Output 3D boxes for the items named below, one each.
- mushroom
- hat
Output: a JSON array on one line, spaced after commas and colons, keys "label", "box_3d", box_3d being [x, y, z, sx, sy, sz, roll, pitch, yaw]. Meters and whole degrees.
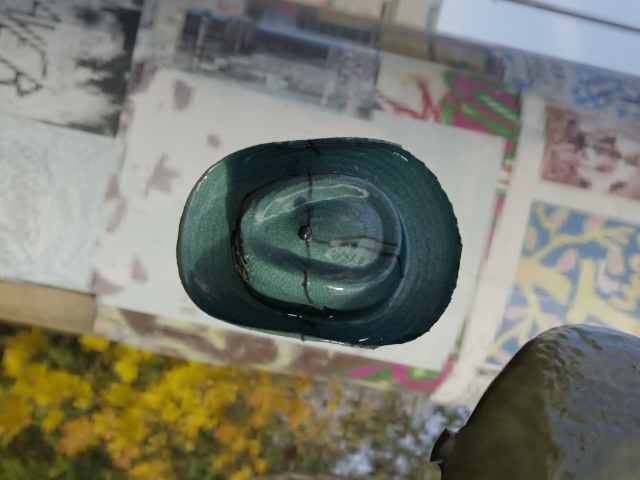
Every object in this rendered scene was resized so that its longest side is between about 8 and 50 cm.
[{"label": "mushroom", "box_3d": [0.167, 0.177, 0.683, 0.292, 0.212, 0.217, -48, 131, -24]}, {"label": "hat", "box_3d": [0.000, 0.000, 0.865, 0.078, 0.191, 0.138, 97, -6, -80]}]
